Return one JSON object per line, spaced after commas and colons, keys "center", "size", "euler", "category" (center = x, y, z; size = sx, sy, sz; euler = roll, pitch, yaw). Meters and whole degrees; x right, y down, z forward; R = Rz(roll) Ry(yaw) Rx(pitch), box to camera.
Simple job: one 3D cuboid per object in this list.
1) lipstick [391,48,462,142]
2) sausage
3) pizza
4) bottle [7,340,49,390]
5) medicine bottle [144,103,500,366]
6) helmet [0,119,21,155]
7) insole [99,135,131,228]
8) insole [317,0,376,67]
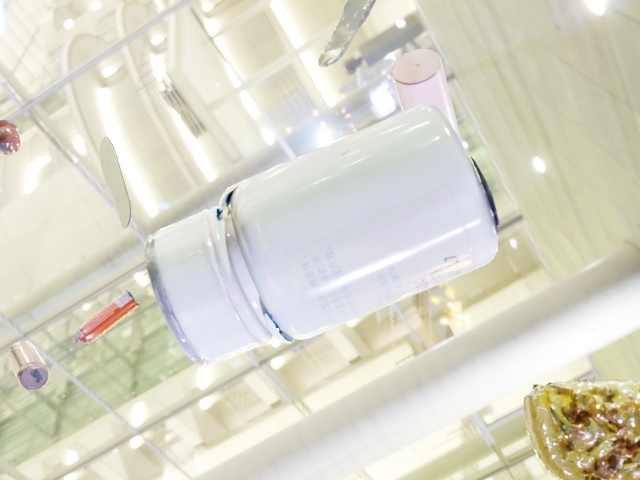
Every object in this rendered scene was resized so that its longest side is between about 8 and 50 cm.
{"center": [0.210, -0.197, 1.300], "size": [0.327, 0.087, 0.087], "euler": [61, -176, -49], "category": "lipstick"}
{"center": [-0.428, 0.159, 1.406], "size": [0.048, 0.145, 0.050], "euler": [26, 147, 43], "category": "sausage"}
{"center": [0.483, 0.377, 1.246], "size": [0.087, 0.258, 0.268], "euler": [-83, -10, -72], "category": "pizza"}
{"center": [-0.516, 0.220, 1.249], "size": [0.140, 0.053, 0.053], "euler": [20, 149, 57], "category": "bottle"}
{"center": [0.000, 0.000, 0.578], "size": [0.143, 0.258, 0.143], "euler": [-23, -90, -88], "category": "medicine bottle"}
{"center": [-0.712, -0.227, 1.606], "size": [0.049, 0.065, 0.084], "euler": [50, 151, 39], "category": "helmet"}
{"center": [-0.240, -0.071, 0.823], "size": [0.002, 0.053, 0.152], "euler": [1, -135, -33], "category": "insole"}
{"center": [0.059, -0.374, 1.163], "size": [0.011, 0.081, 0.247], "euler": [42, -120, -32], "category": "insole"}
